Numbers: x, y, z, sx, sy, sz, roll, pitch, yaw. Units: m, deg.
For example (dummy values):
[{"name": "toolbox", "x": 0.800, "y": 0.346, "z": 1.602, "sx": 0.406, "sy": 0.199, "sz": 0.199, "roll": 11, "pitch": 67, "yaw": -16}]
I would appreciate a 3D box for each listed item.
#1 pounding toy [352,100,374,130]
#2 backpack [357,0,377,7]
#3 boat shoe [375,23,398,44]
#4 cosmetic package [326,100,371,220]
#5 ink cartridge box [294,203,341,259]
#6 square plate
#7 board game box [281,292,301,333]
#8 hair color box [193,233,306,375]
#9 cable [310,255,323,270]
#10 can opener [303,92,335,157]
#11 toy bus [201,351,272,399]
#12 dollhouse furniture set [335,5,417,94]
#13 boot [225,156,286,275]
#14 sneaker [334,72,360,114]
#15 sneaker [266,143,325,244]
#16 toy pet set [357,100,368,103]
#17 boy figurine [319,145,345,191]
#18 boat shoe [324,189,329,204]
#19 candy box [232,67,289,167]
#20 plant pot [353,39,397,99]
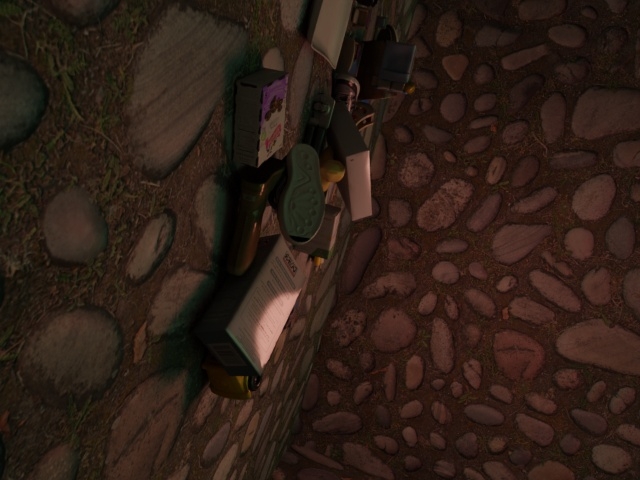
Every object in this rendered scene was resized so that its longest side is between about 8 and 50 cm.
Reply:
[{"name": "pounding toy", "x": 0.150, "y": -0.510, "z": 2.126, "sx": 0.154, "sy": 0.154, "sz": 0.269, "roll": 83, "pitch": 26, "yaw": -64}, {"name": "backpack", "x": 0.183, "y": -0.958, "z": 1.730, "sx": 0.152, "sy": 0.115, "sz": 0.181, "roll": 111, "pitch": 0, "yaw": -64}, {"name": "boat shoe", "x": 0.291, "y": -0.889, "z": 2.385, "sx": 0.113, "sy": 0.127, "sz": 0.339, "roll": -24, "pitch": 137, "yaw": -46}, {"name": "cosmetic package", "x": 0.108, "y": -0.301, "z": 1.878, "sx": 0.377, "sy": 0.098, "sz": 0.284, "roll": 79, "pitch": -5, "yaw": -56}, {"name": "ink cartridge box", "x": -0.013, "y": -0.048, "z": 1.987, "sx": 0.093, "sy": 0.155, "sz": 0.212, "roll": -57, "pitch": 160, "yaw": -56}, {"name": "square plate", "x": 0.037, "y": -0.739, "z": 1.488, "sx": 0.347, "sy": 0.049, "sz": 0.343, "roll": -33, "pitch": 138, "yaw": -74}, {"name": "board game box", "x": -0.149, "y": 0.329, "z": 2.117, "sx": 0.194, "sy": 0.060, "sz": 0.194, "roll": -57, "pitch": 159, "yaw": -57}, {"name": "hair color box", "x": -0.181, "y": 0.171, "z": 1.351, "sx": 0.185, "sy": 0.114, "sz": 0.374, "roll": 62, "pitch": 35, "yaw": -30}, {"name": "cable", "x": 0.000, "y": 0.000, "z": 2.351, "sx": 0.139, "sy": 0.072, "sz": 0.287, "roll": -66, "pitch": 168, "yaw": -60}, {"name": "can opener", "x": -0.010, "y": -0.382, "z": 1.715, "sx": 0.093, "sy": 0.074, "sz": 0.280, "roll": -26, "pitch": 131, "yaw": -77}, {"name": "toy bus", "x": -0.253, "y": 0.320, "z": 1.417, "sx": 0.220, "sy": 0.150, "sz": 0.211, "roll": -67, "pitch": 152, "yaw": -43}, {"name": "dollhouse furniture set", "x": 0.248, "y": -0.739, "z": 1.880, "sx": 0.198, "sy": 0.304, "sz": 0.286, "roll": -50, "pitch": 154, "yaw": -67}, {"name": "boot", "x": -0.182, "y": -0.075, "z": 1.301, "sx": 0.236, "sy": 0.089, "sz": 0.269, "roll": -58, "pitch": 165, "yaw": -59}, {"name": "sneaker", "x": 0.089, "y": -0.533, "z": 1.913, "sx": 0.268, "sy": 0.101, "sz": 0.153, "roll": 81, "pitch": 25, "yaw": -72}, {"name": "sneaker", "x": -0.086, "y": -0.098, "z": 1.401, "sx": 0.236, "sy": 0.130, "sz": 0.322, "roll": 133, "pitch": -37, "yaw": -57}, {"name": "toy pet set", "x": 0.212, "y": -0.714, "z": 2.374, "sx": 0.122, "sy": 0.065, "sz": 0.114, "roll": 72, "pitch": 36, "yaw": -71}, {"name": "boy figurine", "x": 0.026, "y": -0.271, "z": 1.809, "sx": 0.285, "sy": 0.092, "sz": 0.177, "roll": -151, "pitch": -109, "yaw": -79}, {"name": "boat shoe", "x": -0.004, "y": -0.139, "z": 2.096, "sx": 0.081, "sy": 0.079, "sz": 0.227, "roll": 34, "pitch": 69, "yaw": -74}, {"name": "candy box", "x": -0.143, "y": -0.299, "z": 1.165, "sx": 0.164, "sy": 0.070, "sz": 0.196, "roll": -58, "pitch": 161, "yaw": -55}, {"name": "plant pot", "x": 0.224, "y": -0.746, "z": 2.095, "sx": 0.215, "sy": 0.216, "sz": 0.230, "roll": -55, "pitch": 145, "yaw": -59}]
